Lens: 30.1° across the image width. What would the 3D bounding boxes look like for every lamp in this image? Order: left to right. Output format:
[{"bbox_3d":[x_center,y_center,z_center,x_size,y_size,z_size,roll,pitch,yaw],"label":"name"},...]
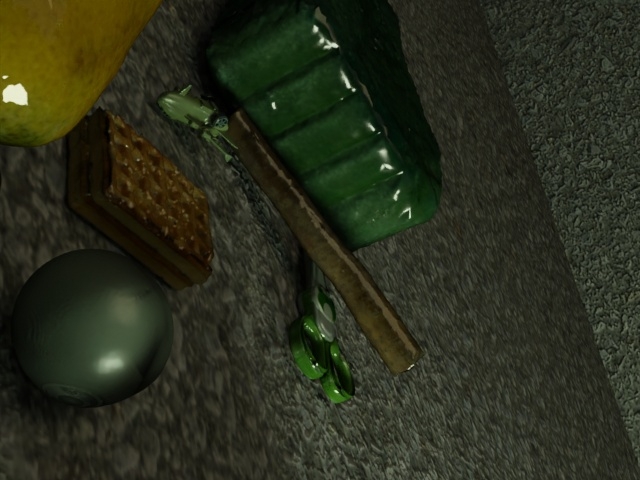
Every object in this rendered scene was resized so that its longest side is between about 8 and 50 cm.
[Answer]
[{"bbox_3d":[-0.147,0.057,0.773,0.105,0.105,0.105,51,23,-33],"label":"lamp"}]

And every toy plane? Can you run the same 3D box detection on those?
[{"bbox_3d":[-0.120,-0.124,1.159,0.102,0.040,0.111,53,10,31],"label":"toy plane"}]

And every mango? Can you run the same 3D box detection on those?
[{"bbox_3d":[-0.207,-0.230,0.813,0.264,0.221,0.378,49,33,-44],"label":"mango"}]

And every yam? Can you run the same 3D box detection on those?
[{"bbox_3d":[0.000,0.000,1.240,0.045,0.045,0.327,-38,94,-32],"label":"yam"}]

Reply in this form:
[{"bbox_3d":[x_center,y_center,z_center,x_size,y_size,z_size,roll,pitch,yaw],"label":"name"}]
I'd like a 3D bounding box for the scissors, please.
[{"bbox_3d":[-0.004,0.071,1.233,0.101,0.027,0.204,50,23,-39],"label":"scissors"}]

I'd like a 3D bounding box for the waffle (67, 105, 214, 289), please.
[{"bbox_3d":[-0.145,-0.033,0.977,0.148,0.042,0.102,44,27,-45],"label":"waffle"}]

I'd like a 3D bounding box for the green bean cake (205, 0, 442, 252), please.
[{"bbox_3d":[0.015,-0.172,1.375,0.308,0.169,0.300,58,22,-20],"label":"green bean cake"}]
